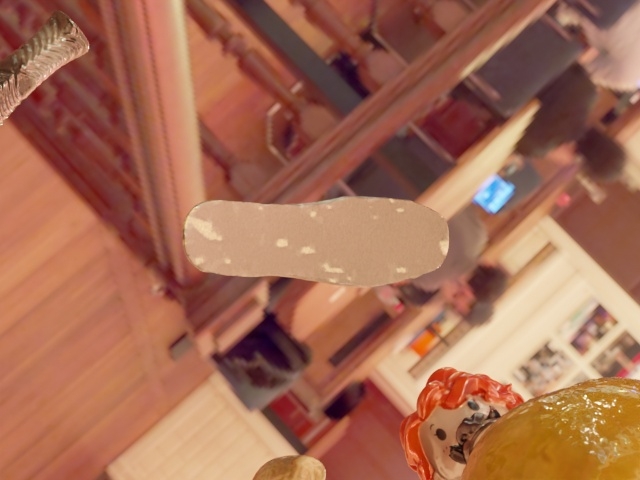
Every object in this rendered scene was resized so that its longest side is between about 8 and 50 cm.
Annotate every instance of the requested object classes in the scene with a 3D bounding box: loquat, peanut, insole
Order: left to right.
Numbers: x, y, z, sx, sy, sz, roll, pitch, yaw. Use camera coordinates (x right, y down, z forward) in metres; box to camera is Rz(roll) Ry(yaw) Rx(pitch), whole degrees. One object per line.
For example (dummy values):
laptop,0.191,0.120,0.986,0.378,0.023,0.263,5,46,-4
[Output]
peanut,-0.068,0.397,1.938,0.086,0.104,0.228,-91,-158,-44
insole,0.000,0.000,1.094,0.247,0.081,0.011,2,175,-20
loquat,0.260,0.250,1.153,0.275,0.275,0.275,-41,169,-10

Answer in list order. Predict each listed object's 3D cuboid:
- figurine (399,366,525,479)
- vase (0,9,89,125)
figurine,0.291,0.368,2.052,0.241,0.306,0.412,-55,-169,0
vase,-0.447,-0.233,1.827,0.237,0.115,0.115,-45,170,-19
